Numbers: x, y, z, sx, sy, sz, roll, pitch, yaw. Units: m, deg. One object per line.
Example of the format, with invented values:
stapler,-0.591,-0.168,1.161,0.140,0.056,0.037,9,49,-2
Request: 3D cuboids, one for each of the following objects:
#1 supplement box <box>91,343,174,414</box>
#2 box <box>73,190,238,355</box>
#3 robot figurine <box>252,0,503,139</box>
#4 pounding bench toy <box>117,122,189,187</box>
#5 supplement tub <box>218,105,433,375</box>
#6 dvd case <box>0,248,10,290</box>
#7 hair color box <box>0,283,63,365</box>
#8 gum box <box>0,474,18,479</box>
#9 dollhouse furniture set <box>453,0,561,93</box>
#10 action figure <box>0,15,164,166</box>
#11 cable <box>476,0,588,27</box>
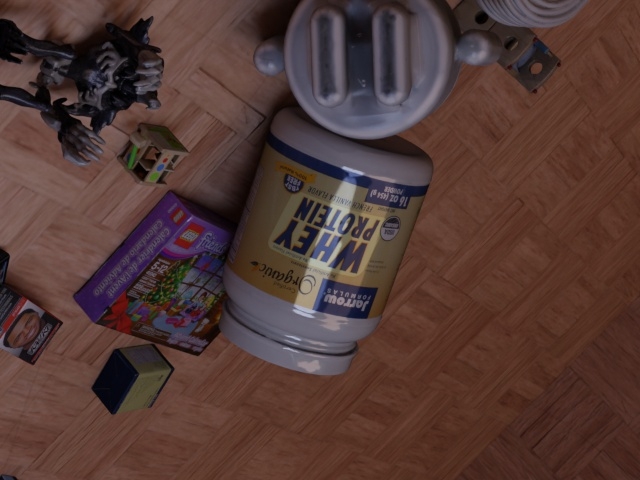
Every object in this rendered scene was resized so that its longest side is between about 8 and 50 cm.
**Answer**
supplement box,-0.275,0.204,2.295,0.083,0.056,0.083,-5,135,-51
box,-0.190,0.053,2.188,0.201,0.057,0.293,-48,153,8
robot figurine,0.070,-0.230,1.904,0.353,0.300,0.200,-43,135,-78
pounding bench toy,-0.218,-0.103,1.923,0.065,0.052,0.083,-53,152,20
supplement tub,0.000,0.000,2.103,0.228,0.228,0.316,-1,113,-54
dvd case,-0.471,0.133,1.869,0.253,0.022,0.180,-43,161,-47
hair color box,-0.383,0.108,1.979,0.072,0.043,0.141,-56,164,-6
gum box,-0.478,0.466,2.291,0.184,0.157,0.041,-46,153,6
dollhouse furniture set,0.306,-0.330,2.227,0.184,0.129,0.129,-48,154,9
action figure,-0.251,-0.165,1.691,0.275,0.141,0.164,1,129,-51
cable,0.287,-0.406,2.037,0.257,0.089,0.257,-33,124,-34
